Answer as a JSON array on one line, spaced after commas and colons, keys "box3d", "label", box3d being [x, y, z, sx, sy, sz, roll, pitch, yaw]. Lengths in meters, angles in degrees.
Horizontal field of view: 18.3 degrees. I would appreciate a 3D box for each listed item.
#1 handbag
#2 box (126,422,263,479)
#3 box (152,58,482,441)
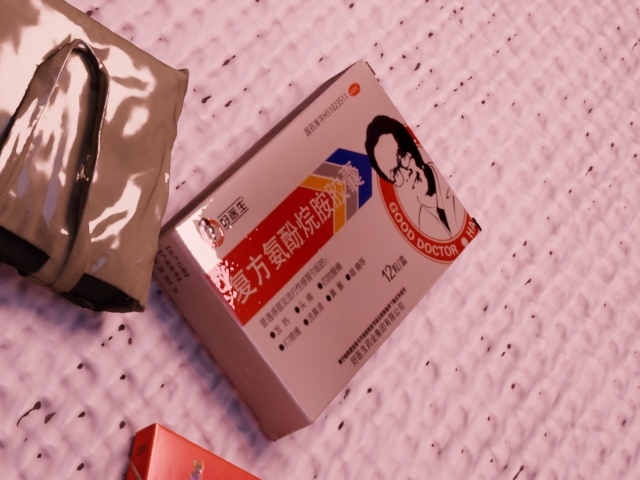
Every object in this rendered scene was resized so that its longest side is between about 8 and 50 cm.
[{"box3d": [-0.240, -0.100, 1.629, 0.316, 0.109, 0.253, 31, 55, -39], "label": "handbag"}, {"box3d": [-0.113, 0.284, 1.619, 0.139, 0.035, 0.245, 33, 51, -29], "label": "box"}, {"box3d": [0.000, 0.000, 1.854, 0.214, 0.069, 0.353, 55, 41, -10], "label": "box"}]
